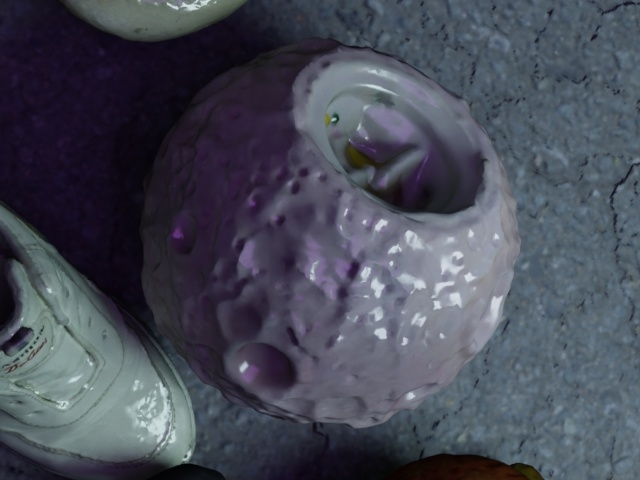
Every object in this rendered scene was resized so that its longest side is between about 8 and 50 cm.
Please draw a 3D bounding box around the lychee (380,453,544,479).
[{"bbox_3d":[0.121,0.275,1.166,0.300,0.255,0.255,-43,109,-22],"label":"lychee"}]

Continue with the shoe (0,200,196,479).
[{"bbox_3d":[-0.205,0.060,1.037,0.132,0.210,0.342,-47,109,-6],"label":"shoe"}]

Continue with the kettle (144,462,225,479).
[{"bbox_3d":[-0.146,0.256,1.117,0.232,0.144,0.202,-37,138,-13],"label":"kettle"}]

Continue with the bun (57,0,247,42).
[{"bbox_3d":[-0.114,-0.244,1.056,0.231,0.133,0.231,-1,94,-22],"label":"bun"}]

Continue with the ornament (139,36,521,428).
[{"bbox_3d":[0.000,0.000,1.078,0.259,0.259,0.225,18,134,-19],"label":"ornament"}]
